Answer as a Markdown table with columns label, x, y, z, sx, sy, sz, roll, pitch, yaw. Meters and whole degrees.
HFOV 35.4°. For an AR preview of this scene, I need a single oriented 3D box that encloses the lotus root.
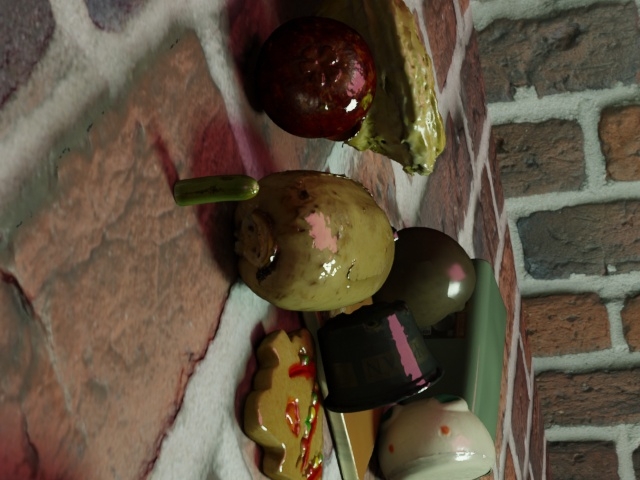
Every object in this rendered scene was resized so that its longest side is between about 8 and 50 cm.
| label | x | y | z | sx | sy | sz | roll | pitch | yaw |
| --- | --- | --- | --- | --- | --- | --- | --- | --- | --- |
| lotus root | 0.000 | 0.000 | 1.154 | 0.284 | 0.146 | 0.160 | 1 | 103 | -57 |

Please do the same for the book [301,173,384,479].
| label | x | y | z | sx | sy | sz | roll | pitch | yaw |
| --- | --- | --- | --- | --- | --- | --- | --- | --- | --- |
| book | 0.038 | 0.125 | 1.428 | 0.262 | 0.028 | 0.373 | -61 | 142 | -60 |

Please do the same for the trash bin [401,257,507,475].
| label | x | y | z | sx | sy | sz | roll | pitch | yaw |
| --- | --- | --- | --- | --- | --- | --- | --- | --- | --- |
| trash bin | 0.246 | 0.233 | 1.827 | 0.223 | 0.158 | 0.343 | 61 | 30 | -51 |

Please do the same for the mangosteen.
| label | x | y | z | sx | sy | sz | roll | pitch | yaw |
| --- | --- | --- | --- | --- | --- | --- | --- | --- | --- |
| mangosteen | -0.016 | -0.188 | 1.230 | 0.146 | 0.181 | 0.155 | -23 | 90 | -28 |

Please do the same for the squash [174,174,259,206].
| label | x | y | z | sx | sy | sz | roll | pitch | yaw |
| --- | --- | --- | --- | --- | --- | --- | --- | --- | --- |
| squash | -0.099 | -0.050 | 0.971 | 0.027 | 0.083 | 0.027 | -6 | 90 | -73 |

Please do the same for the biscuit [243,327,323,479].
| label | x | y | z | sx | sy | sz | roll | pitch | yaw |
| --- | --- | --- | --- | --- | --- | --- | --- | --- | --- |
| biscuit | -0.029 | 0.217 | 1.179 | 0.212 | 0.041 | 0.238 | -59 | 138 | -65 |

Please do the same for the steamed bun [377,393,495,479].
| label | x | y | z | sx | sy | sz | roll | pitch | yaw |
| --- | --- | --- | --- | --- | --- | --- | --- | --- | --- |
| steamed bun | 0.174 | 0.312 | 1.559 | 0.228 | 0.177 | 0.130 | 41 | 34 | -60 |

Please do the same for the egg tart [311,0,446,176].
| label | x | y | z | sx | sy | sz | roll | pitch | yaw |
| --- | --- | --- | --- | --- | --- | --- | --- | --- | --- |
| egg tart | 0.070 | -0.239 | 1.413 | 0.352 | 0.150 | 0.351 | -16 | 90 | -88 |

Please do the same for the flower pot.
| label | x | y | z | sx | sy | sz | roll | pitch | yaw |
| --- | --- | --- | --- | --- | --- | --- | --- | --- | --- |
| flower pot | 0.065 | 0.139 | 1.255 | 0.157 | 0.158 | 0.106 | -38 | 111 | -69 |

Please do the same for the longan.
| label | x | y | z | sx | sy | sz | roll | pitch | yaw |
| --- | --- | --- | --- | --- | --- | --- | --- | --- | --- |
| longan | 0.160 | 0.059 | 1.604 | 0.189 | 0.189 | 0.189 | -6 | 90 | -72 |
